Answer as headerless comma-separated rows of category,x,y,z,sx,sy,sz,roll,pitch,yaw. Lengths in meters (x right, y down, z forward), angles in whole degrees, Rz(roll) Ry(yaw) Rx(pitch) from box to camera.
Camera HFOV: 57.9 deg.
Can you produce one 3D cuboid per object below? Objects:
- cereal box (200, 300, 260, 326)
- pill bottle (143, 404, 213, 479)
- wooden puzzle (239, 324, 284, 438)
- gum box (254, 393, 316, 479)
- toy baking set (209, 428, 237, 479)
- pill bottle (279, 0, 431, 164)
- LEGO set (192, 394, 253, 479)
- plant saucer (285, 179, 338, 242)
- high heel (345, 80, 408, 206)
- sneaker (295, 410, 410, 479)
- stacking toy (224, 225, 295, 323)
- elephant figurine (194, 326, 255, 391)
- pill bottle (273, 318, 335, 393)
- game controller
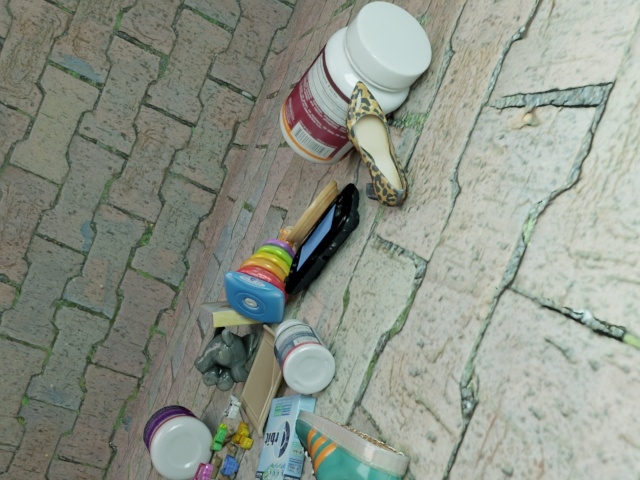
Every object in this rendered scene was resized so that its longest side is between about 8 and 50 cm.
cereal box,-0.254,0.213,1.722,0.240,0.173,0.047,180,87,-69
pill bottle,-0.453,0.618,1.808,0.323,0.181,0.181,-13,58,67
wooden puzzle,-0.137,0.352,1.473,0.221,0.044,0.239,12,86,70
gum box,-0.077,0.426,1.224,0.157,0.041,0.184,-33,40,58
toy baking set,-0.294,0.634,1.596,0.256,0.030,0.197,-45,30,48
pill bottle,0.073,-0.364,1.386,0.392,0.224,0.224,-37,36,55
LEGO set,-0.226,0.519,1.466,0.093,0.087,0.227,-15,50,63
plant saucer,-0.015,-0.068,1.494,0.200,0.037,0.200,-51,0,0
high heel,0.123,-0.201,1.175,0.186,0.093,0.261,-148,46,-75
sneaker,0.023,0.358,0.930,0.302,0.108,0.121,-10,56,66
stacking toy,-0.129,0.063,1.616,0.166,0.175,0.302,97,-163,-49
elephant figurine,-0.276,0.321,1.724,0.186,0.169,0.239,-32,13,13
pill bottle,-0.042,0.238,1.231,0.108,0.108,0.180,-66,19,7
game controller,0.000,0.000,1.434,0.319,0.067,0.166,-51,25,38
